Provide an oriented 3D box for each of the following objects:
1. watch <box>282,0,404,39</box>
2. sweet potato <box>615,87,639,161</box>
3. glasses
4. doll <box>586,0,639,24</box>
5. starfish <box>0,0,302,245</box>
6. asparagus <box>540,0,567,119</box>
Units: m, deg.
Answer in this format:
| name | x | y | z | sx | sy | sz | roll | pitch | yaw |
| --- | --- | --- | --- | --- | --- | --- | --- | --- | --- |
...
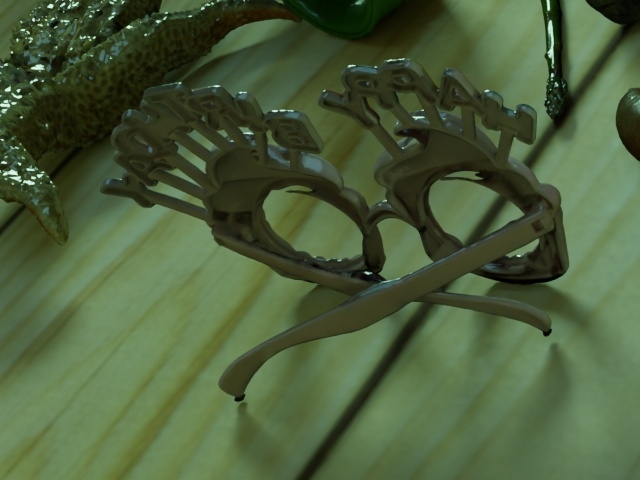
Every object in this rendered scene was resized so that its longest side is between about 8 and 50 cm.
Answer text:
| name | x | y | z | sx | sy | sz | roll | pitch | yaw |
| --- | --- | --- | --- | --- | --- | --- | --- | --- | --- |
| watch | 0.005 | -0.204 | 1.109 | 0.131 | 0.152 | 0.165 | -44 | -8 | -23 |
| sweet potato | 0.216 | -0.042 | 0.790 | 0.078 | 0.058 | 0.255 | -29 | 26 | -32 |
| glasses | -0.001 | -0.009 | 0.809 | 0.255 | 0.162 | 0.095 | -5 | 43 | 33 |
| doll | 0.228 | -0.250 | 1.041 | 0.202 | 0.091 | 0.286 | -53 | 11 | 25 |
| starfish | -0.178 | -0.124 | 1.171 | 0.301 | 0.084 | 0.293 | 19 | 45 | 38 |
| asparagus | 0.133 | -0.116 | 0.992 | 0.016 | 0.013 | 0.166 | 16 | 38 | -8 |
